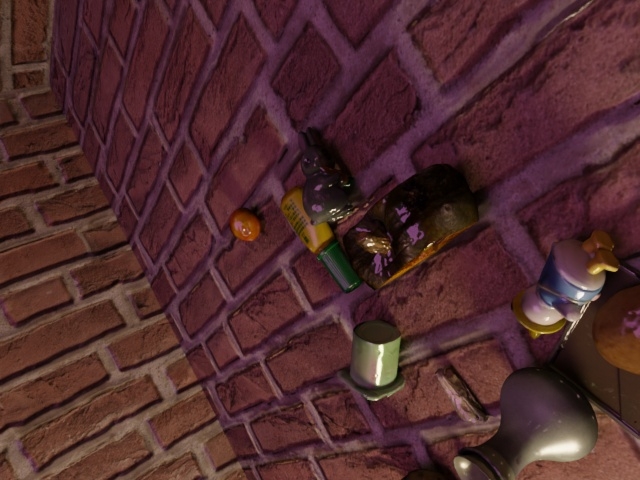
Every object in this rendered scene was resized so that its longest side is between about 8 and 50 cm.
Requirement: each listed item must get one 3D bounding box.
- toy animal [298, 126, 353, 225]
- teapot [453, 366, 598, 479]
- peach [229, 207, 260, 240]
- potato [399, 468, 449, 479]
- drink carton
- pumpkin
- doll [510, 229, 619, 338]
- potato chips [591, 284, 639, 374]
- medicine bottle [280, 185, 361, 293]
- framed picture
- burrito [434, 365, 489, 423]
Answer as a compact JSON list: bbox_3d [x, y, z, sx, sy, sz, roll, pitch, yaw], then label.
[{"bbox_3d":[-0.005,-0.155,1.336,0.236,0.138,0.108,63,180,-2],"label":"toy animal"},{"bbox_3d":[0.359,0.352,1.013,0.183,0.251,0.183,44,153,30],"label":"teapot"},{"bbox_3d":[-0.228,-0.051,1.729,0.101,0.101,0.100,31,133,41],"label":"peach"},{"bbox_3d":[0.267,0.670,1.453,0.200,0.137,0.154,123,146,-51],"label":"potato"},{"bbox_3d":[0.137,0.284,1.404,0.146,0.144,0.142,24,118,45],"label":"drink carton"},{"bbox_3d":[0.156,-0.012,1.111,0.139,0.222,0.317,60,147,8],"label":"pumpkin"},{"bbox_3d":[0.394,0.079,0.941,0.135,0.099,0.241,59,156,31],"label":"doll"},{"bbox_3d":[0.502,0.141,0.850,0.202,0.049,0.150,-21,96,48],"label":"potato chips"},{"bbox_3d":[0.000,0.000,1.461,0.309,0.076,0.111,57,151,15],"label":"medicine bottle"},{"bbox_3d":[0.504,0.183,0.933,0.209,0.019,0.281,41,139,32],"label":"framed picture"},{"bbox_3d":[0.313,0.349,1.273,0.149,0.041,0.055,55,131,16],"label":"burrito"}]
